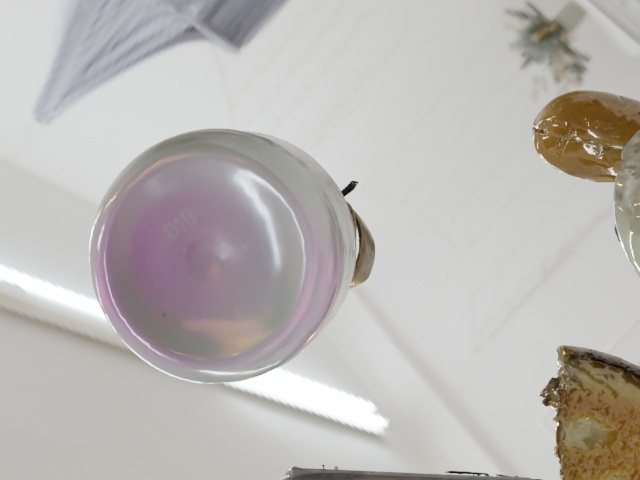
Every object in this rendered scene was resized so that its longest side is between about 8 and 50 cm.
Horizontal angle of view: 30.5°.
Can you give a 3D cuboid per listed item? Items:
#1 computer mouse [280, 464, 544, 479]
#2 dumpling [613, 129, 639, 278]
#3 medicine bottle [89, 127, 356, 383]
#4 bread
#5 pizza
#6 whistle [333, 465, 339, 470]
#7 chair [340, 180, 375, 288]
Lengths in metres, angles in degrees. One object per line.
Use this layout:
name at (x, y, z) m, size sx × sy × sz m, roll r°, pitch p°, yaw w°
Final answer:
computer mouse at (0.104, 0.299, 1.314) m, size 0.310 × 0.072 × 0.158 m, roll 1°, pitch 161°, yaw 4°
dumpling at (0.459, -0.014, 1.323) m, size 0.243 × 0.226 × 0.175 m, roll 51°, pitch -150°, yaw -26°
medicine bottle at (-0.086, 0.009, 1.278) m, size 0.256 × 0.256 × 0.325 m, roll 42°, pitch -172°, yaw 5°
bread at (0.358, -0.129, 1.478) m, size 0.189 × 0.114 × 0.077 m, roll 11°, pitch -171°, yaw 20°
pizza at (0.490, 0.369, 1.612) m, size 0.391 × 0.435 × 0.080 m, roll 3°, pitch 178°, yaw -7°
whistle at (0.035, 0.362, 1.680) m, size 0.033 × 0.029 × 0.083 m, roll 85°, pitch 164°, yaw -62°
chair at (0.000, 0.000, 1.880) m, size 0.172 × 0.159 × 0.247 m, roll 5°, pitch 170°, yaw 4°
